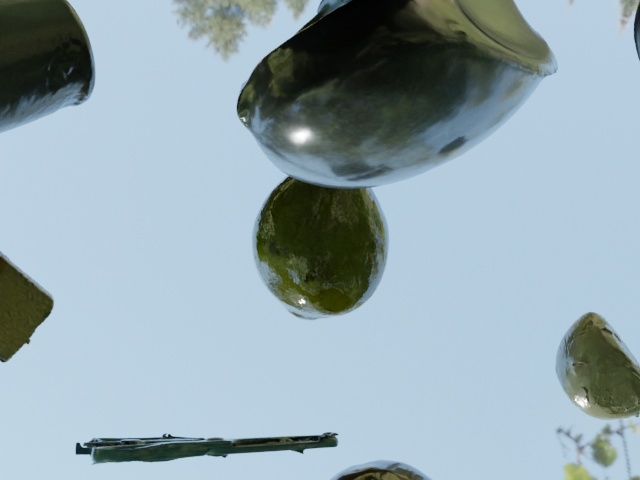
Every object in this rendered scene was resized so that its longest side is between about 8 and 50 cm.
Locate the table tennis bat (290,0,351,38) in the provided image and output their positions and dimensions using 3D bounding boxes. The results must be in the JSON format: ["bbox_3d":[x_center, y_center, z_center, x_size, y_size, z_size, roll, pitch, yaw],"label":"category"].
[{"bbox_3d":[0.001,-0.266,1.076,0.215,0.329,0.044,-40,-89,-20],"label":"table tennis bat"}]

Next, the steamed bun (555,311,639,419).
[{"bbox_3d":[0.333,0.157,0.996,0.091,0.130,0.112,-36,-159,18],"label":"steamed bun"}]

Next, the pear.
[{"bbox_3d":[0.000,0.000,1.253,0.213,0.269,0.212,6,-142,-5],"label":"pear"}]

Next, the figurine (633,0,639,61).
[{"bbox_3d":[0.195,-0.120,0.251,0.197,0.175,0.265,-33,-117,-17],"label":"figurine"}]

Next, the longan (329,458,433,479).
[{"bbox_3d":[0.108,0.496,1.311,0.298,0.297,0.297,2,-127,-3],"label":"longan"}]

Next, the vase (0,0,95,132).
[{"bbox_3d":[-0.493,-0.240,1.188,0.291,0.245,0.245,-27,-121,-37],"label":"vase"}]

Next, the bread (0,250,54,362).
[{"bbox_3d":[-0.579,0.081,1.411,0.240,0.178,0.135,41,-103,-12],"label":"bread"}]

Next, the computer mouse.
[{"bbox_3d":[0.070,-0.112,0.633,0.114,0.203,0.374,62,-154,-3],"label":"computer mouse"}]

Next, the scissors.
[{"bbox_3d":[-0.167,0.312,1.246,0.393,0.180,0.032,0,-96,-9],"label":"scissors"}]
